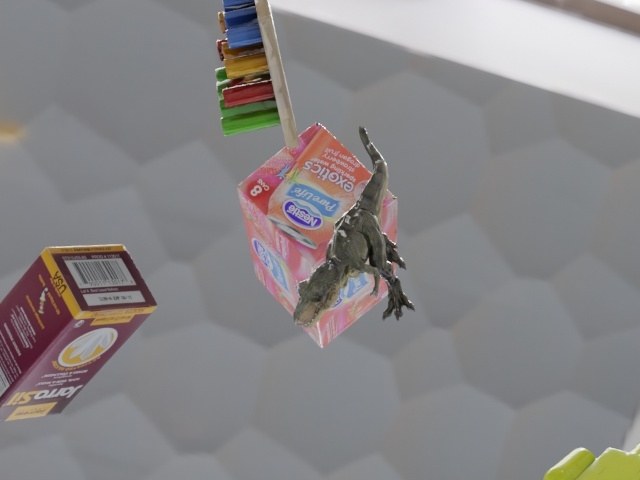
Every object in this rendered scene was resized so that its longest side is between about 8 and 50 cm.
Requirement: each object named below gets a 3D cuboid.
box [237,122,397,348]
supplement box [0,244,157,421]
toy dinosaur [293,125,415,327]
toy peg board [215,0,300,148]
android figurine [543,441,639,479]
[{"bbox_3d":[0.000,0.000,1.800,0.142,0.154,0.300,-38,161,-14],"label":"box"},{"bbox_3d":[-0.263,0.092,1.343,0.188,0.104,0.081,-46,-116,30],"label":"supplement box"},{"bbox_3d":[0.047,0.006,1.353,0.064,0.118,0.268,-16,-147,30],"label":"toy dinosaur"},{"bbox_3d":[-0.082,-0.200,1.478,0.161,0.079,0.161,-102,180,-53],"label":"toy peg board"},{"bbox_3d":[0.407,0.332,1.739,0.273,0.248,0.056,-24,118,-49],"label":"android figurine"}]
